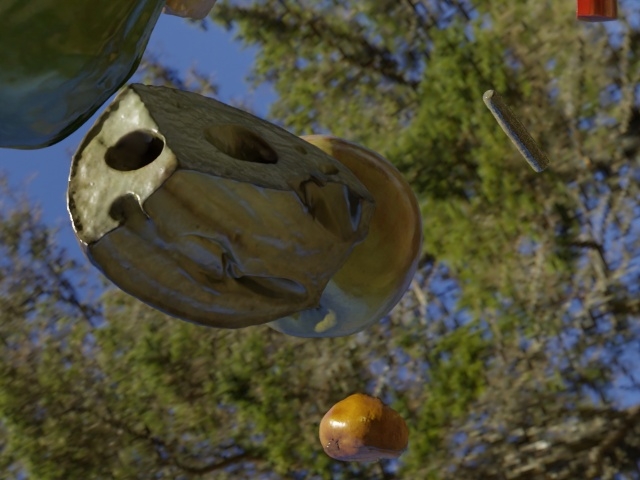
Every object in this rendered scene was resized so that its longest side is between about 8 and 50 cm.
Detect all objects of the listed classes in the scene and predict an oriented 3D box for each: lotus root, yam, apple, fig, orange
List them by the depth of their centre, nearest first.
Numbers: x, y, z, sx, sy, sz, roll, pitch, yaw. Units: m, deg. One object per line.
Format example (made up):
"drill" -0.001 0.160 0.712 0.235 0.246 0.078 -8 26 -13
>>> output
"fig" -0.192 -0.152 0.883 0.167 0.233 0.167 11 -109 -34
"orange" 0.039 0.173 1.240 0.086 0.086 0.062 9 -109 -36
"lotus root" -0.111 -0.035 1.355 0.314 0.210 0.142 27 -164 -45
"yam" 0.204 -0.114 1.400 0.116 0.021 0.021 48 -134 -32
"apple" 0.000 0.000 1.591 0.261 0.261 0.194 31 -125 -24

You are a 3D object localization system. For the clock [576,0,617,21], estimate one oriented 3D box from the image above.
"clock" 0.337 -0.342 1.624 0.113 0.061 0.155 -31 -60 -73

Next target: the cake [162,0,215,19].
"cake" -0.187 -0.498 1.748 0.332 0.321 0.332 37 -161 -15
